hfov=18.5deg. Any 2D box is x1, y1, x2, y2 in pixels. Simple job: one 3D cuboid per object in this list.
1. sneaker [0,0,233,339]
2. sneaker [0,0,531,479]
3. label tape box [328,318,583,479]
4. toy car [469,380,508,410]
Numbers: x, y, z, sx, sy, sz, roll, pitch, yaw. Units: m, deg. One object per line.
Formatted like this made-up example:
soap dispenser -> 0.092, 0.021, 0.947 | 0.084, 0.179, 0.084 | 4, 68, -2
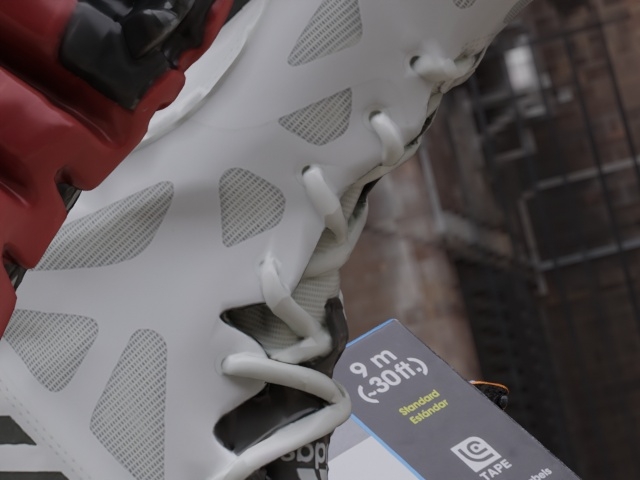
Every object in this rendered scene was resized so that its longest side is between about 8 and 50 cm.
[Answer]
sneaker -> -0.122, 0.003, 0.472 | 0.276, 0.097, 0.135 | -57, 11, -25
sneaker -> 0.000, 0.000, 0.810 | 0.447, 0.257, 0.169 | -31, -12, 14
label tape box -> -0.010, 0.162, 1.183 | 0.241, 0.334, 0.106 | -28, -36, -32
toy car -> 0.086, 0.138, 1.545 | 0.122, 0.060, 0.040 | -8, 21, -6
